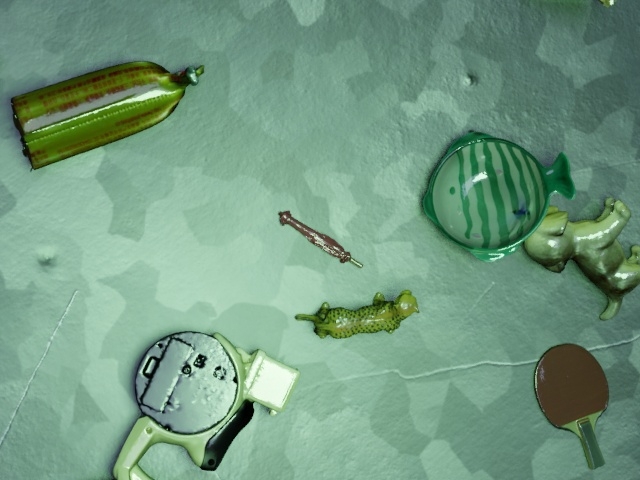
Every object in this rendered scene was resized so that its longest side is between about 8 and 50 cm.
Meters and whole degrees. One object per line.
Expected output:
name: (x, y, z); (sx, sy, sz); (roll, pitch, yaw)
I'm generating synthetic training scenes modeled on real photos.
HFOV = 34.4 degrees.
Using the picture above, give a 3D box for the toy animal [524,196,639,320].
toy animal: (0.462, 0.011, 1.755); (0.233, 0.121, 0.169); (40, 98, -15)

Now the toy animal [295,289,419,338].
toy animal: (0.057, 0.123, 1.666); (0.181, 0.136, 0.073); (-5, 88, -9)

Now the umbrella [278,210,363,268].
umbrella: (0.000, 0.000, 1.720); (0.165, 0.025, 0.027); (34, 101, -4)

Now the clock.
clock: (-0.206, 0.331, 1.624); (0.276, 0.120, 0.379); (22, 83, -2)

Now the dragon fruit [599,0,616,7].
dragon fruit: (0.426, -0.510, 1.725); (0.210, 0.205, 0.268); (-21, 85, -26)

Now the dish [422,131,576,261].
dish: (0.296, -0.071, 1.725); (0.246, 0.078, 0.224); (-12, 74, 10)

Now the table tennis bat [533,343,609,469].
table tennis bat: (0.442, 0.285, 1.781); (0.130, 0.019, 0.220); (-19, 89, -10)

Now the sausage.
sausage: (-0.328, -0.217, 1.626); (0.317, 0.125, 0.117); (-22, 91, -10)
